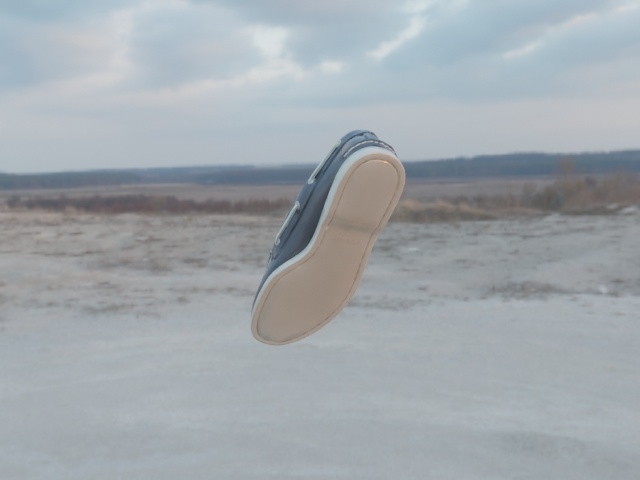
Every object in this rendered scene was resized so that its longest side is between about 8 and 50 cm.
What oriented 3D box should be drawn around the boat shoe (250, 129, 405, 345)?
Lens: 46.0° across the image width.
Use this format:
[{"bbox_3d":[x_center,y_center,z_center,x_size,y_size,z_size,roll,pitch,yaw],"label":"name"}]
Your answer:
[{"bbox_3d":[0.000,0.000,0.627,0.075,0.206,0.065,17,29,-26],"label":"boat shoe"}]
